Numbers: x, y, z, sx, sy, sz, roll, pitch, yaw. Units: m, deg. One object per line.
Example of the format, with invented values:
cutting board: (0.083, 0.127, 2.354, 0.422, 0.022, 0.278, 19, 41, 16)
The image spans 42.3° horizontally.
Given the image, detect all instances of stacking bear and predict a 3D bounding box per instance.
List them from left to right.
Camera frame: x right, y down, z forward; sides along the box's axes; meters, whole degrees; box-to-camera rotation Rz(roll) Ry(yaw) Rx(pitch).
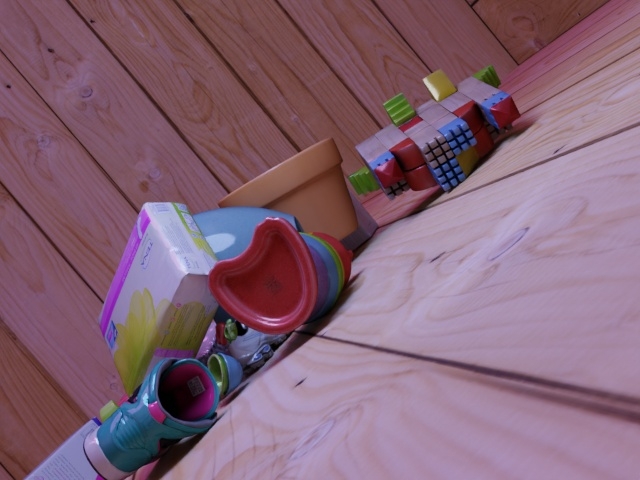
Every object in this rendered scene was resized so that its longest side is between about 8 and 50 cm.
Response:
stacking bear: (-0.031, 0.054, 1.395, 0.175, 0.164, 0.289, -42, -9, 19)

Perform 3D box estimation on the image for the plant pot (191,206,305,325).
plant pot: (-0.114, 0.050, 1.608, 0.195, 0.290, 0.290, -23, 4, 5)

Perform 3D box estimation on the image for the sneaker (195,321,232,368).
sneaker: (-0.220, 0.241, 1.617, 0.235, 0.090, 0.095, -58, 8, -31)

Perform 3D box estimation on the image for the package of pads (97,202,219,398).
package of pads: (-0.283, 0.112, 1.451, 0.101, 0.229, 0.297, 6, -58, -37)

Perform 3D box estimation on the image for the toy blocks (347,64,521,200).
toy blocks: (0.236, -0.194, 1.646, 0.381, 0.191, 0.261, -31, 21, 4)

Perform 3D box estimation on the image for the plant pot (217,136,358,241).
plant pot: (-0.050, -0.068, 1.805, 0.290, 0.203, 0.291, -30, 3, 2)

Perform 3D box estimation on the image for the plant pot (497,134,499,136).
plant pot: (0.337, -0.210, 1.895, 0.236, 0.032, 0.236, -41, 3, 3)

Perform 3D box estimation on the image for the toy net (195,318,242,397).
toy net: (-0.188, 0.210, 1.395, 0.045, 0.122, 0.232, -6, -15, -27)

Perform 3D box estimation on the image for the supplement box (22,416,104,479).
supplement box: (-0.472, 0.446, 1.517, 0.114, 0.111, 0.220, -39, 3, 31)

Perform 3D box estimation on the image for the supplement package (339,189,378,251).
supplement package: (0.000, 0.000, 2.006, 0.244, 0.134, 0.139, -39, 2, 16)

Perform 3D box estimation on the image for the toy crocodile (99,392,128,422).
toy crocodile: (-0.417, 0.376, 1.943, 0.115, 0.105, 0.340, -39, 2, 17)

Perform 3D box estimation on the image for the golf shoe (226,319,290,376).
golf shoe: (-0.108, 0.160, 1.452, 0.069, 0.086, 0.176, -40, 1, 26)

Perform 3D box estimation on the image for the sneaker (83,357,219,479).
sneaker: (-0.233, 0.253, 1.275, 0.178, 0.124, 0.295, -37, 0, 7)
